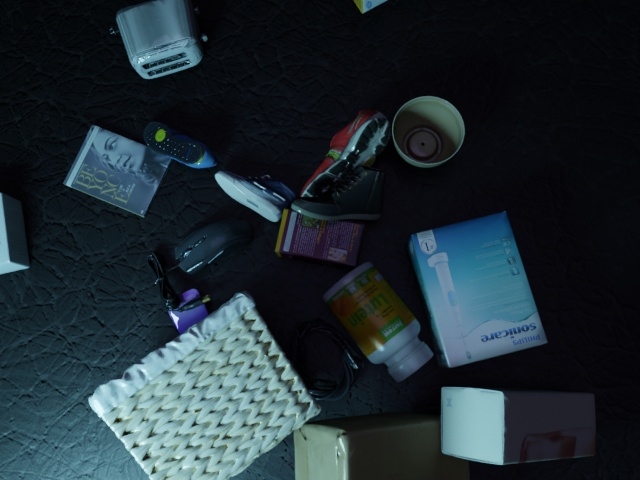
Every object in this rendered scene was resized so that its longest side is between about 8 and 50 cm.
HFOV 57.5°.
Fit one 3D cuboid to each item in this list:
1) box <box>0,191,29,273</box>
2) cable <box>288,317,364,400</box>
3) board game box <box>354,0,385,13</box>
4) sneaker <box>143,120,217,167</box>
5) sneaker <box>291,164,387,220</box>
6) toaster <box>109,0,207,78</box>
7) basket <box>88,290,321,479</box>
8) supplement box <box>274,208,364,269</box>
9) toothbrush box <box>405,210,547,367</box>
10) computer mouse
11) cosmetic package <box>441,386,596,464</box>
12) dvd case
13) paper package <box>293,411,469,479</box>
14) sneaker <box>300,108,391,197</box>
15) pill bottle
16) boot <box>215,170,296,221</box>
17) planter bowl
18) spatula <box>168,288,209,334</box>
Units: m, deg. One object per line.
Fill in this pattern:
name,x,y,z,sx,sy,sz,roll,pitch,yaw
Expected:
box,-0.774,-0.009,1.366,0.130,0.091,0.170,-13,79,0
cable,0.000,0.260,1.289,0.150,0.047,0.184,-42,91,-21
board game box,0.222,-0.700,1.379,0.317,0.242,0.064,-29,78,-4
sneaker,-0.339,-0.225,1.410,0.209,0.082,0.069,27,96,25
sneaker,0.042,-0.112,1.298,0.222,0.083,0.118,-1,111,-28
toaster,-0.394,-0.494,1.423,0.227,0.129,0.146,-17,81,-2
basket,-0.218,0.296,1.139,0.331,0.328,0.266,-33,90,-13
supplement box,0.000,0.000,1.337,0.188,0.081,0.104,11,80,5
toothbrush box,0.333,0.110,1.279,0.216,0.126,0.295,-15,78,-1
computer mouse,-0.269,0.049,1.328,0.262,0.060,0.184,-24,63,-2
cosmetic package,0.392,0.357,1.146,0.296,0.153,0.129,11,76,-33
dvd case,-0.492,-0.171,1.422,0.221,0.018,0.164,22,81,6
paper package,0.122,0.495,1.118,0.325,0.168,0.309,6,78,-36
sneaker,0.052,-0.188,1.370,0.279,0.107,0.118,-48,38,8
pill bottle,0.129,0.179,1.269,0.136,0.136,0.245,-37,80,-5
boot,-0.152,-0.125,1.383,0.190,0.069,0.086,34,65,9
planter bowl,0.243,-0.238,1.357,0.162,0.109,0.162,0,80,2
spatula,-0.260,0.258,1.325,0.084,0.030,0.296,-25,80,-1
